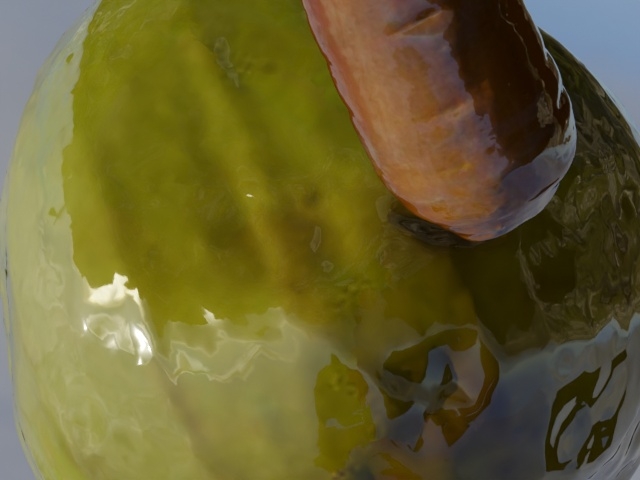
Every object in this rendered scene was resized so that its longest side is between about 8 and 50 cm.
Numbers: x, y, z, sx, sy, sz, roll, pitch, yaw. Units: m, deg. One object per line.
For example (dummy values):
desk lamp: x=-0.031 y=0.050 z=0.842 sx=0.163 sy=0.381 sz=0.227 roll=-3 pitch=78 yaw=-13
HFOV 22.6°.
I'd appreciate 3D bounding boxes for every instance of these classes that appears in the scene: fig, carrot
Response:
fig: x=-0.002 y=0.009 z=0.766 sx=0.343 sy=0.343 sz=0.343 roll=13 pitch=-161 yaw=-5
carrot: x=-0.004 y=-0.088 z=0.331 sx=0.048 sy=0.216 sz=0.048 roll=-26 pitch=-155 yaw=13
